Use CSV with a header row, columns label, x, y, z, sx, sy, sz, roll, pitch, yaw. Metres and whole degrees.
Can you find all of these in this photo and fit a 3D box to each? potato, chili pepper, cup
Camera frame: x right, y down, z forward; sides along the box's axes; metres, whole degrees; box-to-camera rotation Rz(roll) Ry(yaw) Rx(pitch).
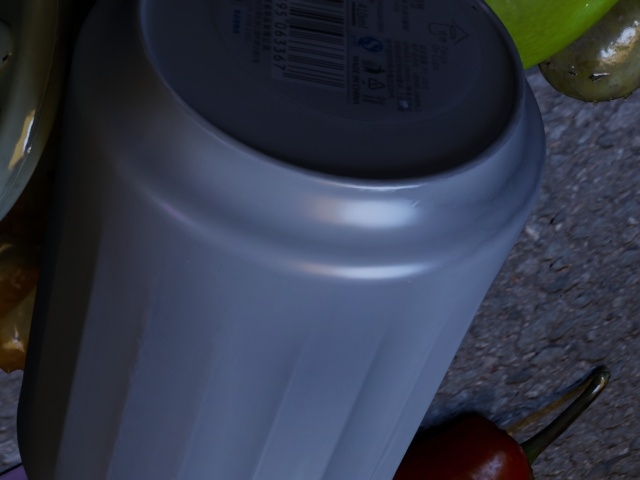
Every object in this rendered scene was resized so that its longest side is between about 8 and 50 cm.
label,x,y,z,sx,sy,sz,roll,pitch,yaw
potato,0.218,-0.152,1.132,0.138,0.070,0.091,-37,142,10
chili pepper,0.131,0.234,1.464,0.338,0.131,0.134,-11,148,-24
cup,0.000,0.000,0.890,0.323,0.237,0.327,-23,148,-35

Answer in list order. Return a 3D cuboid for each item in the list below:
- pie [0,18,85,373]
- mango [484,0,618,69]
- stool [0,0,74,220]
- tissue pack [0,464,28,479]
label,x,y,z,sx,sy,sz,roll,pitch,yaw
pie,-0.150,-0.017,1.043,0.315,0.092,0.315,-11,142,-9
mango,0.073,-0.175,0.957,0.273,0.149,0.185,-26,142,15
stool,-0.252,-0.109,0.806,0.199,0.195,0.195,16,125,-36
tissue pack,-0.180,0.271,1.346,0.149,0.092,0.246,-27,141,-4
